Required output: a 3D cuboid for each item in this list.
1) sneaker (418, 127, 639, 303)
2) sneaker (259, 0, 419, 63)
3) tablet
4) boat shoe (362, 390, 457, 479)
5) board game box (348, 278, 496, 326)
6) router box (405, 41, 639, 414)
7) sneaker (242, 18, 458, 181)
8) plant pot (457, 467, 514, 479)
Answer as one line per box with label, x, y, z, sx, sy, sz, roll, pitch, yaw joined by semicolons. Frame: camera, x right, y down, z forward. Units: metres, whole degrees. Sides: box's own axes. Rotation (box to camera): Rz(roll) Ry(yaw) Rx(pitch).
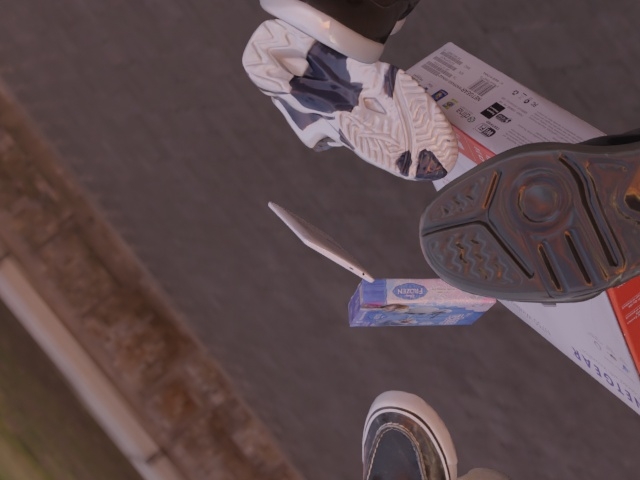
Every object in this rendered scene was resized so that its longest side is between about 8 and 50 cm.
sneaker;0.167;-0.019;0.827;0.130;0.228;0.087;47;-156;-80
sneaker;0.043;-0.230;1.210;0.105;0.147;0.296;32;-160;4
tablet;0.000;0.000;0.957;0.054;0.006;0.083;31;-174;-25
boat shoe;0.071;0.230;1.277;0.078;0.070;0.219;3;118;21
board game box;0.068;0.043;1.062;0.090;0.090;0.020;110;158;-77
router box;0.231;-0.010;1.537;0.335;0.082;0.301;42;164;53
sneaker;0.037;-0.125;1.533;0.235;0.094;0.153;25;176;12
plant pot;0.203;0.405;1.556;0.305;0.334;0.333;45;165;44
